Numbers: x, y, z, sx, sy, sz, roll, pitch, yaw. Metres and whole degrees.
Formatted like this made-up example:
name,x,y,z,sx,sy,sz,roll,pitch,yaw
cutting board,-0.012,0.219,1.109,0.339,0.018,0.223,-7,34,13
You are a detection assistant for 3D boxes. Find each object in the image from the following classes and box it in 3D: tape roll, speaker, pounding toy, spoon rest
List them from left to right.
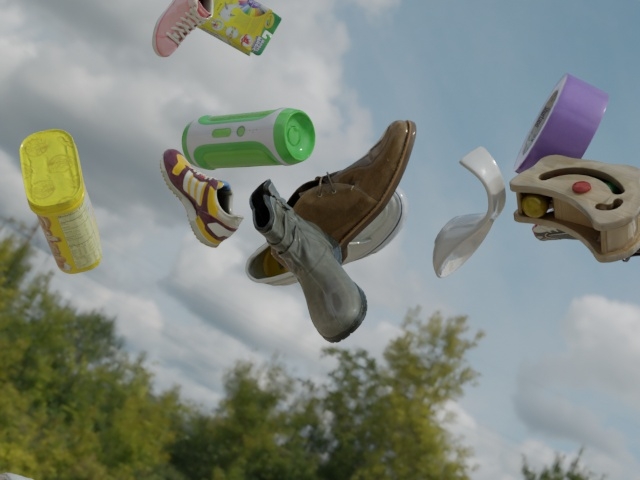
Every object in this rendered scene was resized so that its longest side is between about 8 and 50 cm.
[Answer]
name,x,y,z,sx,sy,sz,roll,pitch,yaw
speaker,-0.158,-0.217,2.148,0.296,0.131,0.131,0,-31,38
spoon rest,0.256,-0.031,1.689,0.084,0.137,0.276,41,-31,26
tape roll,0.407,-0.183,1.692,0.080,0.189,0.189,28,-16,3
pounding toy,0.432,-0.021,1.553,0.269,0.154,0.155,13,-45,32

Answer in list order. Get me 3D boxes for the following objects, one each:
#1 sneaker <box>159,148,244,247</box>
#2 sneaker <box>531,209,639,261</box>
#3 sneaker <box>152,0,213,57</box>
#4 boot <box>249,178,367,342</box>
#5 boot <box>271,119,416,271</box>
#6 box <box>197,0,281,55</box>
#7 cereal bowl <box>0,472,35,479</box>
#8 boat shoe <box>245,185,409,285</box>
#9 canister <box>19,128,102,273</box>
name,x,y,z,sx,sy,sz,roll,pitch,yaw
sneaker,-0.182,-0.082,1.569,0.185,0.084,0.069,59,23,18
sneaker,0.518,-0.017,1.760,0.299,0.121,0.112,-2,-68,36
sneaker,-0.221,-0.358,1.619,0.070,0.134,0.051,19,-12,43
boot,-0.032,0.025,1.356,0.161,0.083,0.246,42,14,-32
boot,0.033,-0.072,1.537,0.115,0.305,0.112,33,14,-14
box,-0.180,-0.465,2.088,0.179,0.105,0.043,30,-7,4
cereal bowl,-0.262,0.382,0.858,0.141,0.339,0.339,21,-12,-23
boat shoe,-0.004,-0.007,1.963,0.367,0.136,0.156,-24,-8,28
canister,-0.346,-0.047,1.343,0.073,0.126,0.170,-14,-33,-9
